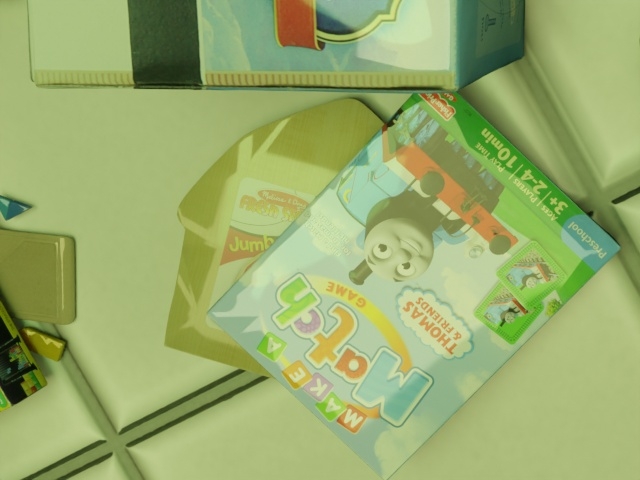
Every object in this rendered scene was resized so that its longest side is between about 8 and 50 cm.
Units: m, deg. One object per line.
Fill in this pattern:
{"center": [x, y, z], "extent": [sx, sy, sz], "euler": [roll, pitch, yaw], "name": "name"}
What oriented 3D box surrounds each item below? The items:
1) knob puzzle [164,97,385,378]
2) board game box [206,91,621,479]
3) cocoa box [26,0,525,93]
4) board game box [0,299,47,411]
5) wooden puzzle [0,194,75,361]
{"center": [0.000, 0.000, 0.815], "extent": [0.213, 0.030, 0.213], "euler": [1, 97, 7], "name": "knob puzzle"}
{"center": [0.057, 0.024, 0.777], "extent": [0.160, 0.039, 0.211], "euler": [43, 101, -1], "name": "board game box"}
{"center": [-0.011, -0.258, 0.652], "extent": [0.228, 0.231, 0.347], "euler": [3, 103, 17], "name": "cocoa box"}
{"center": [-0.302, 0.065, 0.906], "extent": [0.141, 0.048, 0.170], "euler": [-28, 93, 28], "name": "board game box"}
{"center": [-0.215, 0.027, 0.899], "extent": [0.079, 0.014, 0.116], "euler": [12, 106, 10], "name": "wooden puzzle"}
